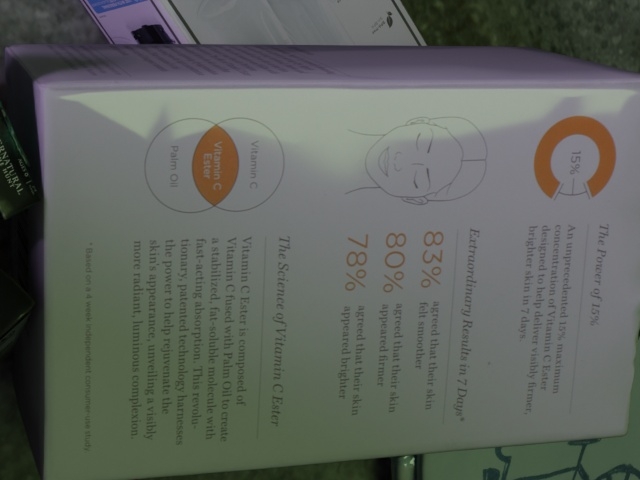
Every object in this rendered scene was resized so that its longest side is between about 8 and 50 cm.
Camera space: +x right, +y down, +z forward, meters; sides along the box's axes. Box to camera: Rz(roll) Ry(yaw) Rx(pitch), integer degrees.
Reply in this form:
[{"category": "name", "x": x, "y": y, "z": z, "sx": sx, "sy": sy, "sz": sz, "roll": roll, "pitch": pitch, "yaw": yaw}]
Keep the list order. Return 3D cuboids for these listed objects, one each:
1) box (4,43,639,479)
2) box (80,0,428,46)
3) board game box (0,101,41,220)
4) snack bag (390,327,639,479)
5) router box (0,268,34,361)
[{"category": "box", "x": 0.000, "y": 0.000, "z": 0.819, "sx": 0.345, "sy": 0.168, "sz": 0.215, "roll": -2, "pitch": 105, "yaw": -18}, {"category": "box", "x": -0.020, "y": -0.113, "z": 0.952, "sx": 0.169, "sy": 0.087, "sz": 0.290, "roll": -49, "pitch": 116, "yaw": -28}, {"category": "board game box", "x": -0.222, "y": -0.068, "z": 0.728, "sx": 0.026, "sy": 0.186, "sz": 0.126, "roll": -33, "pitch": 110, "yaw": -34}, {"category": "snack bag", "x": 0.181, "y": 0.136, "z": 1.104, "sx": 0.323, "sy": 0.037, "sz": 0.342, "roll": -12, "pitch": 107, "yaw": -36}, {"category": "router box", "x": -0.329, "y": 0.055, "z": 0.647, "sx": 0.243, "sy": 0.081, "sz": 0.309, "roll": 43, "pitch": 60, "yaw": 1}]
